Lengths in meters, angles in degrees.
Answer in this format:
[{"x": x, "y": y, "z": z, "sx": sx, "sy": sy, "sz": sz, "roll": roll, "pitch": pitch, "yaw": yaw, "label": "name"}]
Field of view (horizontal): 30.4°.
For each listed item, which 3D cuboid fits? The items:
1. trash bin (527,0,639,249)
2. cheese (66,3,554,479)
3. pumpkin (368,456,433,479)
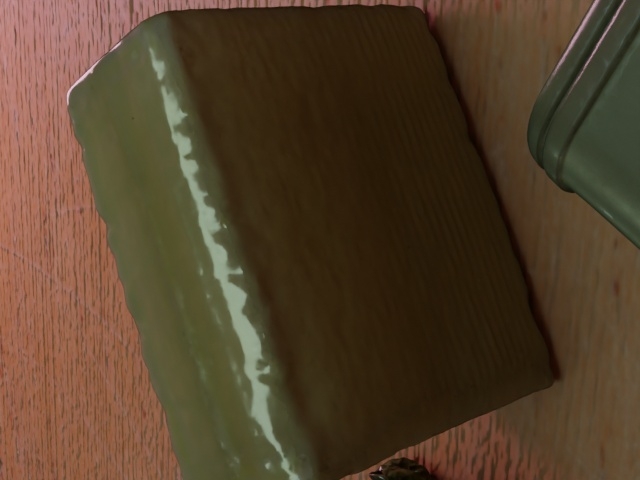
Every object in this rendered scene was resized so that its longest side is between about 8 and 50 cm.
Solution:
[{"x": 0.242, "y": -0.051, "z": 0.515, "sx": 0.247, "sy": 0.121, "sz": 0.243, "roll": 47, "pitch": 133, "yaw": 26, "label": "trash bin"}, {"x": 0.000, "y": 0.000, "z": 0.718, "sx": 0.124, "sy": 0.242, "sz": 0.265, "roll": -25, "pitch": 81, "yaw": 41, "label": "cheese"}, {"x": 0.039, "y": 0.286, "z": 0.791, "sx": 0.296, "sy": 0.296, "sz": 0.295, "roll": 18, "pitch": 114, "yaw": 47, "label": "pumpkin"}]
